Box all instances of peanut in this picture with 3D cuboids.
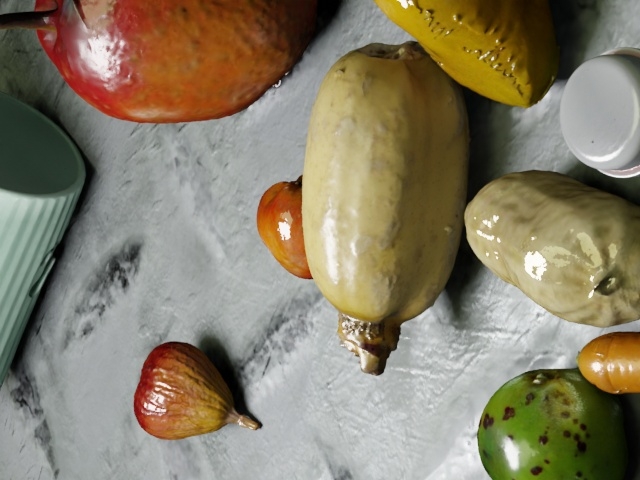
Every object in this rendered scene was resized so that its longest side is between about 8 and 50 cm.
[{"bbox_3d":[0.228,0.006,1.641,0.224,0.129,0.129,23,109,48],"label":"peanut"}]

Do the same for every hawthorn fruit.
[{"bbox_3d":[-0.002,-0.016,1.921,0.125,0.140,0.125,-26,37,21],"label":"hawthorn fruit"},{"bbox_3d":[-0.191,-0.264,1.944,0.285,0.369,0.284,169,90,-67],"label":"hawthorn fruit"}]

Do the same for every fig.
[{"bbox_3d":[-0.160,0.198,2.107,0.153,0.119,0.119,46,125,35],"label":"fig"}]

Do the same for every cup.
[{"bbox_3d":[-0.533,-0.014,2.390,0.401,0.310,0.392,49,121,33],"label":"cup"}]

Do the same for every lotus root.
[{"bbox_3d":[0.062,-0.034,1.796,0.151,0.169,0.342,18,106,53],"label":"lotus root"}]

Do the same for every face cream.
[{"bbox_3d":[0.283,-0.115,1.588,0.117,0.104,0.117,4,95,48],"label":"face cream"}]

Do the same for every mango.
[{"bbox_3d":[0.135,-0.227,1.678,0.151,0.156,0.248,-23,117,37],"label":"mango"}]

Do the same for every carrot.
[{"bbox_3d":[0.344,0.123,1.567,0.271,0.066,0.062,10,128,39],"label":"carrot"}]

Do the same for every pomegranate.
[{"bbox_3d":[0.217,0.204,1.666,0.143,0.122,0.169,7,95,19],"label":"pomegranate"}]
